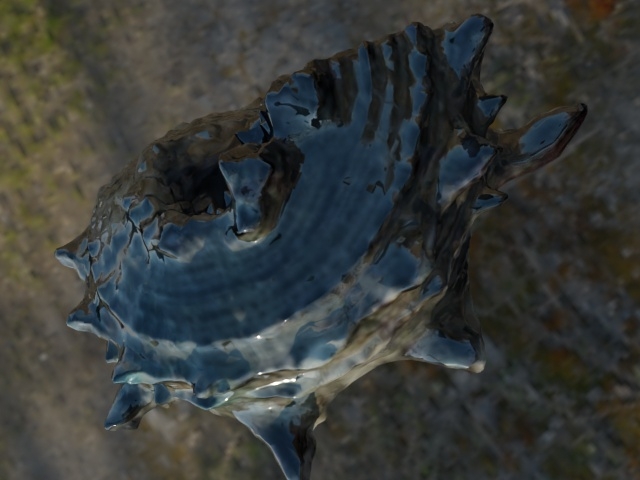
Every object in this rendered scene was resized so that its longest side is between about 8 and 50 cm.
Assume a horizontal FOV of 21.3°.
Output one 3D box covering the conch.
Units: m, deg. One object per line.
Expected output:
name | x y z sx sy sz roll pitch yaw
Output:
conch | -0.006 -0.011 0.942 0.313 0.240 0.186 -39 115 22
